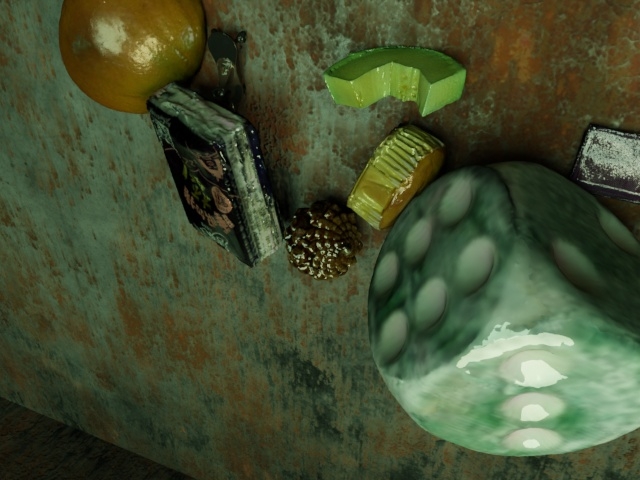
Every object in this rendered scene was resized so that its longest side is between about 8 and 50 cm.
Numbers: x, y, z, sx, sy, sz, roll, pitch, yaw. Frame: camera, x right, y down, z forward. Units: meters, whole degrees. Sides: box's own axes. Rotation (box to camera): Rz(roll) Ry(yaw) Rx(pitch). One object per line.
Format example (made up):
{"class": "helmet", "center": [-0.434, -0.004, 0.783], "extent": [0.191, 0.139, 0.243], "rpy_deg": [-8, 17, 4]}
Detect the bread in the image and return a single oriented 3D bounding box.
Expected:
{"class": "bread", "center": [0.134, -0.105, 0.888], "extent": [0.114, 0.132, 0.190], "rpy_deg": [39, 134, 16]}

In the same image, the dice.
{"class": "dice", "center": [0.288, 0.103, 0.780], "extent": [0.348, 0.330, 0.328], "rpy_deg": [26, 131, -17]}

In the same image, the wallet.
{"class": "wallet", "center": [0.480, -0.110, 0.785], "extent": [0.165, 0.030, 0.111], "rpy_deg": [16, 129, 17]}

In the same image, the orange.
{"class": "orange", "center": [-0.358, -0.391, 0.972], "extent": [0.310, 0.274, 0.274], "rpy_deg": [-42, 100, 8]}

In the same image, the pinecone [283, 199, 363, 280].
{"class": "pinecone", "center": [0.000, 0.000, 1.028], "extent": [0.173, 0.173, 0.174], "rpy_deg": [13, 127, 18]}

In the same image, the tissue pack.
{"class": "tissue pack", "center": [-0.201, -0.124, 1.002], "extent": [0.245, 0.123, 0.332], "rpy_deg": [33, 149, 32]}

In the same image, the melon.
{"class": "melon", "center": [0.122, -0.254, 0.813], "extent": [0.209, 0.118, 0.064], "rpy_deg": [19, 143, 28]}

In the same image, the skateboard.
{"class": "skateboard", "center": [-0.174, -0.307, 0.942], "extent": [0.067, 0.080, 0.151], "rpy_deg": [10, 128, 13]}
